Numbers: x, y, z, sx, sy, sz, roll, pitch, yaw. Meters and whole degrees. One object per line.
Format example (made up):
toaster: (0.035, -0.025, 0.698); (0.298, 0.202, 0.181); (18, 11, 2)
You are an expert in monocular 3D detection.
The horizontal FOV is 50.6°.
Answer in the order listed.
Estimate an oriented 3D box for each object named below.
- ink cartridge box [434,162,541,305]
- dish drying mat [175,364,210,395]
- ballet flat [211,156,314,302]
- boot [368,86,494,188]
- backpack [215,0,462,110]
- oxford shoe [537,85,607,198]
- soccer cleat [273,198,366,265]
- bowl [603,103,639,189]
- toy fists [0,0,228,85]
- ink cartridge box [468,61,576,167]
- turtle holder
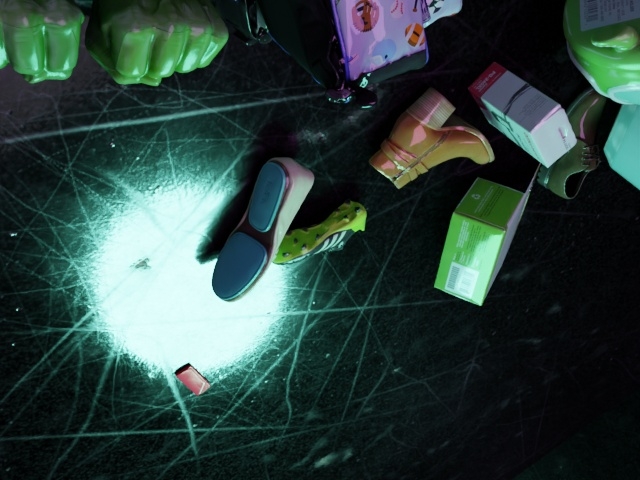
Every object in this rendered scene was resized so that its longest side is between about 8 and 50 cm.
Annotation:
ink cartridge box: (0.319, -0.032, 1.282); (0.255, 0.097, 0.188); (-50, 154, -44)
dish drying mat: (-0.225, 0.249, 1.204); (0.032, 0.008, 0.083); (-33, 140, -5)
ballet flat: (-0.082, -0.012, 1.014); (0.086, 0.086, 0.248); (8, 122, -40)
boot: (0.178, -0.138, 1.086); (0.197, 0.073, 0.152); (32, 105, -36)
backpack: (0.009, -0.305, 0.671); (0.213, 0.276, 0.263); (-34, 134, -12)
oxford shoe: (0.488, -0.178, 1.253); (0.083, 0.096, 0.227); (-13, 132, -24)
soccer cleat: (0.000, 0.000, 1.095); (0.179, 0.060, 0.072); (-29, 141, -14)
bowl: (0.617, -0.216, 1.205); (0.311, 0.163, 0.311); (-54, 157, -36)
toy fists: (-0.230, -0.214, 0.659); (0.279, 0.142, 0.096); (-5, 130, -32)
ink cartridge box: (0.317, -0.197, 1.065); (0.063, 0.150, 0.109); (-44, 139, 7)
turtle holder: (0.537, -0.336, 1.011); (0.320, 0.243, 0.227); (-32, 142, 12)
